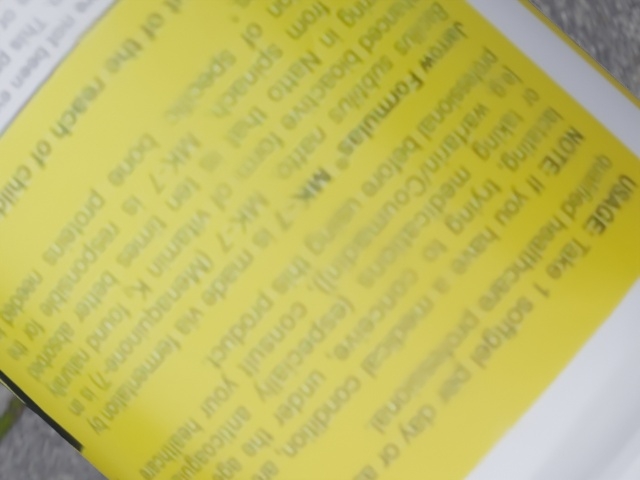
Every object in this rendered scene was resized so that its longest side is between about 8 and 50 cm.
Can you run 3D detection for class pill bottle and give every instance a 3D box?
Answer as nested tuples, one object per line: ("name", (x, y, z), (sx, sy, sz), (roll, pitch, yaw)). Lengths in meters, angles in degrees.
("pill bottle", (0.000, 0.000, 0.359), (0.208, 0.119, 0.119), (42, 109, 1))
